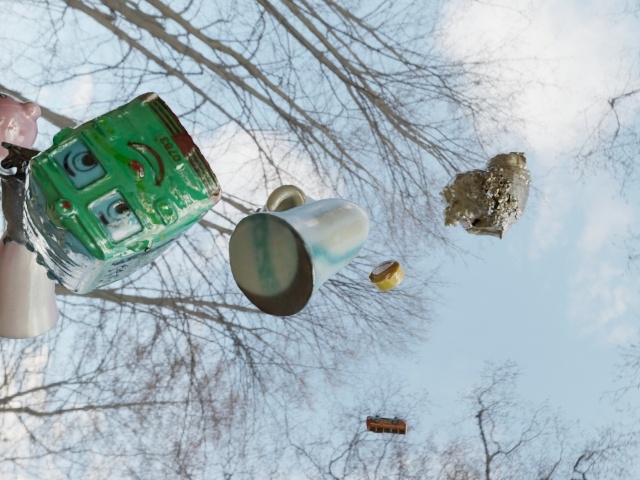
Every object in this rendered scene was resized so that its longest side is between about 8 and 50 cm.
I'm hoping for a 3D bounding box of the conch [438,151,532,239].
[{"bbox_3d":[0.387,-0.100,1.111,0.245,0.178,0.163,-42,-147,-3],"label":"conch"}]

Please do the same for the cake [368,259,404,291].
[{"bbox_3d":[0.155,0.081,1.155,0.084,0.084,0.044,-24,-70,28],"label":"cake"}]

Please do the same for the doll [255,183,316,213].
[{"bbox_3d":[-0.084,-0.032,1.453,0.214,0.370,0.226,-7,-91,-10],"label":"doll"}]

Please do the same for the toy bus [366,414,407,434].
[{"bbox_3d":[0.179,0.500,1.326,0.110,0.031,0.043,0,-93,13],"label":"toy bus"}]

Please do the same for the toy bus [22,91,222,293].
[{"bbox_3d":[-0.308,-0.043,0.706,0.184,0.199,0.343,56,-34,-5],"label":"toy bus"}]

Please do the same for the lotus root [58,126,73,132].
[{"bbox_3d":[-0.730,-0.279,1.649,0.182,0.310,0.183,-26,-135,28],"label":"lotus root"}]

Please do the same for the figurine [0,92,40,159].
[{"bbox_3d":[-0.800,-0.287,1.223,0.173,0.173,0.173,-8,-104,33],"label":"figurine"}]

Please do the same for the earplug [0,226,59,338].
[{"bbox_3d":[-0.747,0.080,1.237,0.172,0.172,0.301,40,-57,33],"label":"earplug"}]

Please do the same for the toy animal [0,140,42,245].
[{"bbox_3d":[-0.557,-0.072,0.927,0.117,0.121,0.210,-124,-134,-75],"label":"toy animal"}]

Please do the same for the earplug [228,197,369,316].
[{"bbox_3d":[0.000,0.000,0.946,0.185,0.324,0.185,12,-67,31],"label":"earplug"}]
